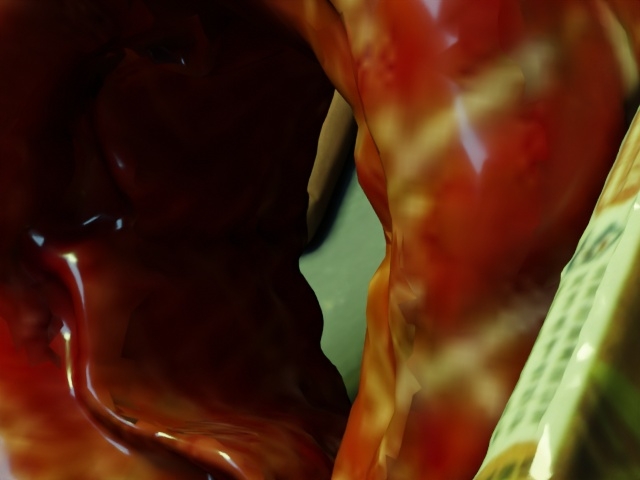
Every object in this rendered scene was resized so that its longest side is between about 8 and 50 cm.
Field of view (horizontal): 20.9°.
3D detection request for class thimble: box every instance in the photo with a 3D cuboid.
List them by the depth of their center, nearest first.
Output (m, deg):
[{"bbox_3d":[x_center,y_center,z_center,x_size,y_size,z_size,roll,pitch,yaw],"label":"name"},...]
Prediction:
[{"bbox_3d":[0.000,0.000,0.591,0.350,0.231,0.350,4,96,41],"label":"thimble"}]

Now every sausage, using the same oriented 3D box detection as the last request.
[{"bbox_3d":[0.001,-0.056,0.894,0.035,0.030,0.147,-5,49,30],"label":"sausage"}]

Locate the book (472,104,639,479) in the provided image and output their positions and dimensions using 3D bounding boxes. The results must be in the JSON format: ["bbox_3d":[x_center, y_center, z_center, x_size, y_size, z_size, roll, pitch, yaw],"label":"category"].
[{"bbox_3d":[0.230,-0.001,0.496,0.039,0.300,0.428,-41,16,53],"label":"book"}]
